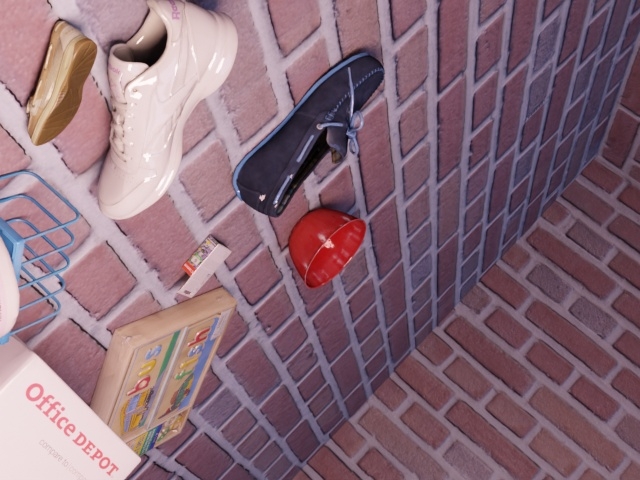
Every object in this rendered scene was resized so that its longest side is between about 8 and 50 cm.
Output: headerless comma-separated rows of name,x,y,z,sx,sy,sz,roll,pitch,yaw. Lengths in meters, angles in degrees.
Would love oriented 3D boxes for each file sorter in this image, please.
file sorter,-0.379,0.015,1.036,0.104,0.118,0.170,-30,151,-48

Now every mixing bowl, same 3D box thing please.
mixing bowl,0.000,0.000,1.741,0.181,0.098,0.181,-40,156,-21

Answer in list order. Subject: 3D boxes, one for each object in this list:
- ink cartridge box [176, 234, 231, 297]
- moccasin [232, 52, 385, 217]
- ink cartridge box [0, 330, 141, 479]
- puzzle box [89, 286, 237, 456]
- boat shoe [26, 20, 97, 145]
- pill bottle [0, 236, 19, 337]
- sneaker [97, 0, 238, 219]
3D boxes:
ink cartridge box,-0.216,0.048,1.505,0.115,0.029,0.063,-49,158,1
moccasin,0.003,-0.171,1.449,0.342,0.117,0.138,-48,158,-4
ink cartridge box,-0.483,0.343,1.129,0.395,0.166,0.285,-48,135,-21
puzzle box,-0.330,0.288,1.643,0.272,0.052,0.409,-21,145,-48
boat shoe,-0.307,-0.178,0.967,0.153,0.048,0.056,-57,170,33
pill bottle,-0.485,0.077,0.863,0.301,0.169,0.169,-25,147,-45
sneaker,-0.231,-0.170,1.064,0.152,0.114,0.305,11,114,-50
